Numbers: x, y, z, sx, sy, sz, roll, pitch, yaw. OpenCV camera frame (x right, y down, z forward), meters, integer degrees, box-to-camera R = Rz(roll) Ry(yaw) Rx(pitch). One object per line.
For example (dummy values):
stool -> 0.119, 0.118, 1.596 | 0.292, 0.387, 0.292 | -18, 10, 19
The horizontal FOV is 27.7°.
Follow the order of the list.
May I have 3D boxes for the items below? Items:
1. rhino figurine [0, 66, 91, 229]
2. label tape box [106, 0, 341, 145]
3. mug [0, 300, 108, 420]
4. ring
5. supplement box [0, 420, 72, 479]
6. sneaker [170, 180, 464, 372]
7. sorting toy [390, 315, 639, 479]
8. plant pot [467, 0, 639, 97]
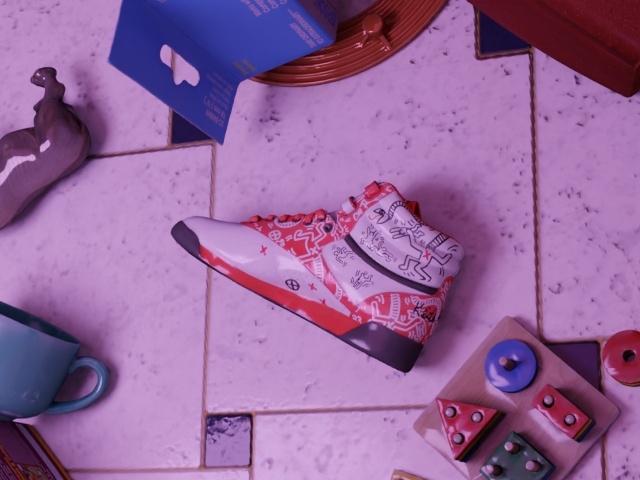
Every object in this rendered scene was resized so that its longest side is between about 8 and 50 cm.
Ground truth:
rhino figurine -> -0.340, -0.065, 1.370 | 0.243, 0.073, 0.106 | -40, 62, 10
label tape box -> -0.062, -0.276, 1.184 | 0.105, 0.240, 0.334 | 5, 79, 22
mug -> -0.304, 0.123, 1.271 | 0.157, 0.129, 0.097 | 24, 87, 27
ring -> -0.007, -0.318, 1.322 | 0.336, 0.032, 0.337 | -6, 73, 20
supplement box -> -0.325, 0.225, 1.219 | 0.081, 0.188, 0.104 | -47, 64, 5
sneaker -> 0.001, 0.001, 1.201 | 0.270, 0.090, 0.145 | 27, 86, 23
sorting toy -> 0.157, 0.159, 1.115 | 0.132, 0.046, 0.274 | 42, 94, 26
plant pot -> 0.247, -0.273, 1.090 | 0.267, 0.267, 0.236 | -43, 81, 7
